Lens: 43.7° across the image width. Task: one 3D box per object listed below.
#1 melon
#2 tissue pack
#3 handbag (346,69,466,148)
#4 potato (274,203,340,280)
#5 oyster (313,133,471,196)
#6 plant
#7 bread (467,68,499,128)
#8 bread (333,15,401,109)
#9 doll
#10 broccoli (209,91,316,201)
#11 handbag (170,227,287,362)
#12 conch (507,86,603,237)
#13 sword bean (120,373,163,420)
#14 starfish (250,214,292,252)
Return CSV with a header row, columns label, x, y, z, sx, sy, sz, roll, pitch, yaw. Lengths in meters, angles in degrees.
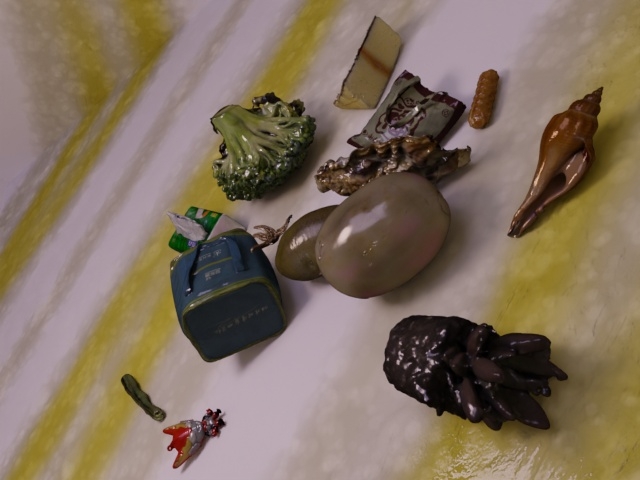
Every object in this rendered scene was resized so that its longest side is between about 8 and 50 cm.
label,x,y,z,sx,sy,sz,roll,pitch,yaw
melon,0.128,-0.007,1.693,0.317,0.223,0.223,-38,38,19
tissue pack,-0.352,-0.021,2.326,0.209,0.156,0.148,16,77,52
handbag,0.201,-0.272,1.902,0.213,0.127,0.235,39,99,31
potato,0.000,0.000,1.890,0.251,0.159,0.174,-26,35,28
oyster,0.158,-0.142,1.776,0.354,0.201,0.107,-11,67,26
plant,0.265,0.228,1.392,0.320,0.194,0.182,10,82,57
bread,0.373,-0.323,1.821,0.052,0.044,0.157,-15,50,50
bread,0.095,-0.481,2.197,0.178,0.135,0.240,8,70,52
doll,-0.307,0.472,1.953,0.169,0.057,0.109,-31,56,8
broccoli,-0.167,-0.266,2.267,0.323,0.272,0.334,-20,21,-19
handbag,-0.235,0.130,1.982,0.262,0.222,0.241,-23,36,-5
conch,0.459,-0.147,1.545,0.331,0.109,0.093,-65,-9,21
sword bean,-0.495,0.438,2.215,0.269,0.038,0.043,23,105,54
starfish,-0.112,-0.015,1.958,0.130,0.041,0.133,-33,31,9
